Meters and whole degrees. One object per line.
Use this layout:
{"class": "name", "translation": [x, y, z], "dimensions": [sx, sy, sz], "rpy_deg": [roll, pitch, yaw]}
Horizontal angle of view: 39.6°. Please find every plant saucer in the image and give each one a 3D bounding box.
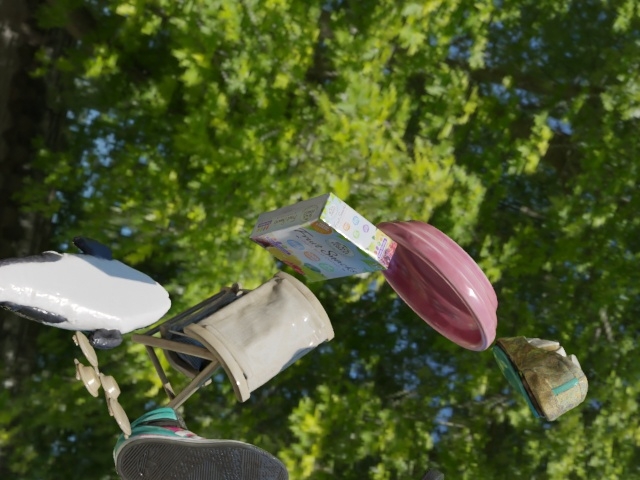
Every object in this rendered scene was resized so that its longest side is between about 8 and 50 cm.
{"class": "plant saucer", "translation": [0.234, 0.077, 1.786], "dimensions": [0.084, 0.332, 0.332], "rpy_deg": [-43, -151, -13]}

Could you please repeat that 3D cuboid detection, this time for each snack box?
{"class": "snack box", "translation": [0.000, 0.000, 0.970], "dimensions": [0.141, 0.100, 0.037], "rpy_deg": [-13, -132, 53]}

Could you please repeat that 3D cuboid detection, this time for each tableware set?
{"class": "tableware set", "translation": [-0.337, 0.219, 1.359], "dimensions": [0.020, 0.168, 0.141], "rpy_deg": [-29, -152, -5]}

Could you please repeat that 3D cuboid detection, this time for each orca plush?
{"class": "orca plush", "translation": [-0.321, 0.086, 1.065], "dimensions": [0.102, 0.287, 0.151], "rpy_deg": [-37, -105, 32]}

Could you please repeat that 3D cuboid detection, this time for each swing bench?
{"class": "swing bench", "translation": [-0.160, 0.180, 1.649], "dimensions": [0.255, 0.253, 0.165], "rpy_deg": [-19, -82, 44]}

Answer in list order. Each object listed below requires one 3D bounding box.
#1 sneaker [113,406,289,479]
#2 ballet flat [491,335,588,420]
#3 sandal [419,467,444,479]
{"class": "sneaker", "translation": [-0.213, 0.366, 1.506], "dimensions": [0.178, 0.296, 0.123], "rpy_deg": [20, -87, 68]}
{"class": "ballet flat", "translation": [0.378, 0.221, 1.516], "dimensions": [0.348, 0.123, 0.123], "rpy_deg": [-47, 156, -86]}
{"class": "sandal", "translation": [0.151, 0.605, 1.601], "dimensions": [0.107, 0.167, 0.445], "rpy_deg": [28, -70, 24]}
